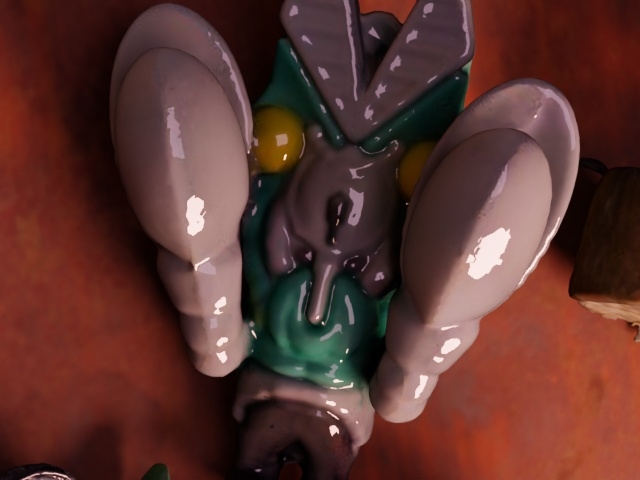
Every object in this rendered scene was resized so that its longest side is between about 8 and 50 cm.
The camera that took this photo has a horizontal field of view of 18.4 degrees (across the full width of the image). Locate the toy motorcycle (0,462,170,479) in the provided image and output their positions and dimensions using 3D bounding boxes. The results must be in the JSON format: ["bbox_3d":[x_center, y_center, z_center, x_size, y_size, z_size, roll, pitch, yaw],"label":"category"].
[{"bbox_3d":[-0.113,0.192,0.867,0.106,0.074,0.190,6,91,-36],"label":"toy motorcycle"}]

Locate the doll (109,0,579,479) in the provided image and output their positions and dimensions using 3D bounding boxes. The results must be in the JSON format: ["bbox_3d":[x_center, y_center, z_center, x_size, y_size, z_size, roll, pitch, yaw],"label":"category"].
[{"bbox_3d":[0.021,-0.003,0.866,0.195,0.153,0.258,-15,98,3],"label":"doll"}]

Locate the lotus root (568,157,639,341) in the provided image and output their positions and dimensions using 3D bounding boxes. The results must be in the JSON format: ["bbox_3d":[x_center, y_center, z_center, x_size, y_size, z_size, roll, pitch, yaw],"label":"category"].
[{"bbox_3d":[0.246,0.036,0.986,0.260,0.170,0.074,22,81,-22],"label":"lotus root"}]
